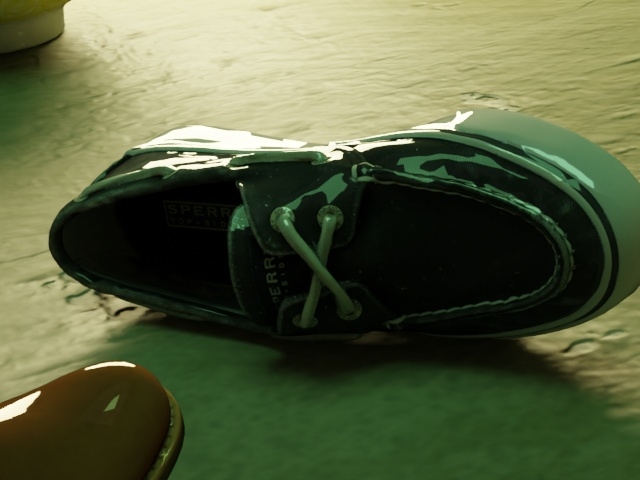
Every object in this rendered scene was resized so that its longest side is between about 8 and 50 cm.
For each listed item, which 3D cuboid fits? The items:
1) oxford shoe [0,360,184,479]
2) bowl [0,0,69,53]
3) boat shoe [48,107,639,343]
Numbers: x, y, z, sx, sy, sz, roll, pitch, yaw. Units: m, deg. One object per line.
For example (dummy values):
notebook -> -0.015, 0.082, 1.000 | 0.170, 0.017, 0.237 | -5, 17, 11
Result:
oxford shoe -> -0.127, 0.081, 0.502 | 0.076, 0.076, 0.212 | 24, 38, 38
bowl -> -0.274, -0.238, 1.294 | 0.290, 0.156, 0.289 | -5, 23, 2
boat shoe -> 0.000, 0.000, 0.737 | 0.301, 0.108, 0.102 | 8, 27, 35
